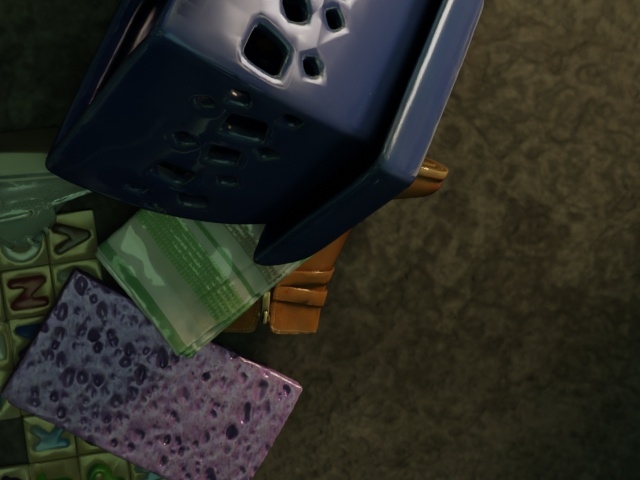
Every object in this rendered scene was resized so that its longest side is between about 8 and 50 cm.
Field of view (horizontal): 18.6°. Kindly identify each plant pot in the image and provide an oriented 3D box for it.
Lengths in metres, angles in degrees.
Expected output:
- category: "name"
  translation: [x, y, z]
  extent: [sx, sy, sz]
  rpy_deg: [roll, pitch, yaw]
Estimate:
- category: "plant pot"
  translation: [-0.029, -0.130, 1.372]
  extent: [0.212, 0.236, 0.236]
  rpy_deg: [31, 59, -14]

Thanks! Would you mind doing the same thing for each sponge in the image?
- category: "sponge"
  translation: [-0.132, 0.118, 1.538]
  extent: [0.210, 0.031, 0.117]
  rpy_deg: [29, 94, -14]

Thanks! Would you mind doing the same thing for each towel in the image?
- category: "towel"
  translation: [-0.083, 0.004, 1.485]
  extent: [0.152, 0.023, 0.113]
  rpy_deg: [-39, 92, 11]

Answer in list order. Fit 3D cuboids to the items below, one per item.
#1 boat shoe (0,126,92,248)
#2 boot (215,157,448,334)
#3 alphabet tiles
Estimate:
- category: "boat shoe"
  translation: [-0.240, -0.035, 1.478]
  extent: [0.227, 0.079, 0.081]
  rpy_deg: [-8, 109, -3]
- category: "boot"
  translation: [0.000, 0.000, 1.530]
  extent: [0.197, 0.073, 0.152]
  rpy_deg: [1, 100, 1]
- category: "alphabet tiles"
  translation: [-0.221, 0.098, 1.537]
  extent: [0.198, 0.009, 0.237]
  rpy_deg: [-8, 103, -9]
